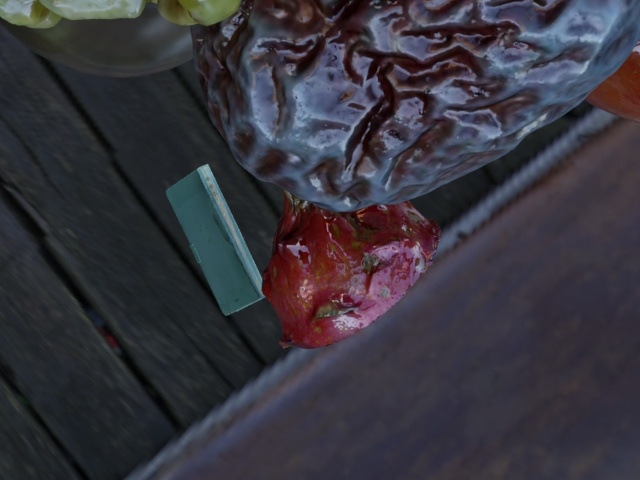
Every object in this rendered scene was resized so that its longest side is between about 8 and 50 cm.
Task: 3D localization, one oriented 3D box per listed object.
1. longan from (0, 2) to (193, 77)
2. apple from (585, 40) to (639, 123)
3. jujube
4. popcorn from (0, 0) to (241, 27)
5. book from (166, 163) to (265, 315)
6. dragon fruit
[{"bbox_3d":[-0.172,-0.325,1.817,0.361,0.361,0.360,-4,100,-20],"label":"longan"},{"bbox_3d":[0.291,-0.206,1.682,0.218,0.201,0.218,-5,99,-32],"label":"apple"},{"bbox_3d":[0.067,-0.155,1.258,0.226,0.317,0.226,28,45,-33],"label":"jujube"},{"bbox_3d":[-0.084,-0.204,0.947,0.259,0.212,0.259,1,83,-6],"label":"popcorn"},{"bbox_3d":[-0.098,0.001,1.856,0.017,0.103,0.135,-25,89,-25],"label":"book"},{"bbox_3d":[0.000,0.000,1.497,0.153,0.153,0.111,-43,106,-9],"label":"dragon fruit"}]
